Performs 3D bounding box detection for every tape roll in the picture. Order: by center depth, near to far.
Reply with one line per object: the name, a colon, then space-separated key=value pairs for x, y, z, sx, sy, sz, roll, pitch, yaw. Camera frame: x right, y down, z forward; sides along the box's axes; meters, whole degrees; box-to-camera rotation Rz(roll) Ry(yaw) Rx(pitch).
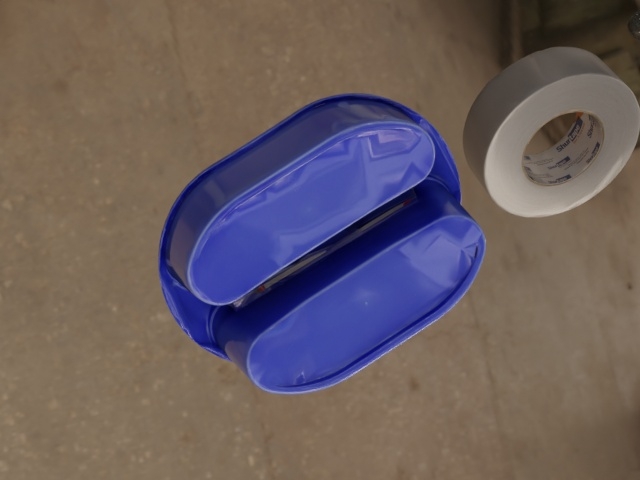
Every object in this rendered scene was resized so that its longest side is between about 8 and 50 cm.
tape roll: x=0.295 y=-0.136 z=1.501 sx=0.219 sy=0.219 sz=0.072 roll=43 pitch=13 yaw=-42

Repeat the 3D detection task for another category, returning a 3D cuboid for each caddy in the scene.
caddy: x=0.000 y=0.000 z=1.205 sx=0.241 sy=0.341 sz=0.179 roll=59 pitch=-4 yaw=-19

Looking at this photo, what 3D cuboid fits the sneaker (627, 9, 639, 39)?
sneaker: x=0.324 y=-0.190 z=1.083 sx=0.109 sy=0.044 sz=0.040 roll=-1 pitch=62 yaw=-28
